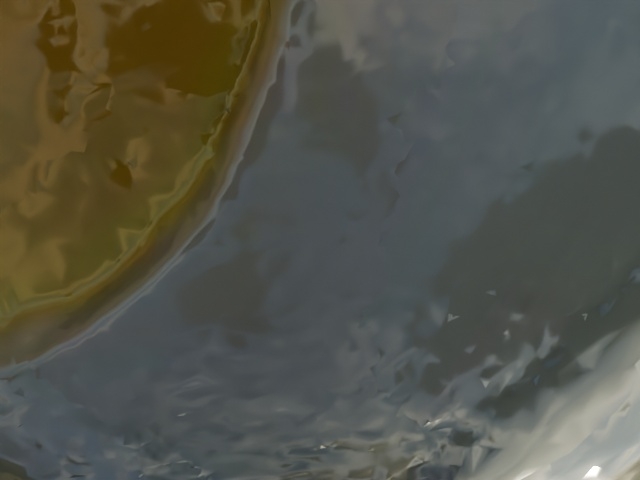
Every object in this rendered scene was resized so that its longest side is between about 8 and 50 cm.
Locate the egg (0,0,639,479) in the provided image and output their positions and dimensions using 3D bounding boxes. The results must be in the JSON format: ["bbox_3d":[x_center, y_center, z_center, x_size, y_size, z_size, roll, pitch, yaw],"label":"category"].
[{"bbox_3d":[0.000,0.000,0.487,0.337,0.201,0.337,1,154,1],"label":"egg"}]
